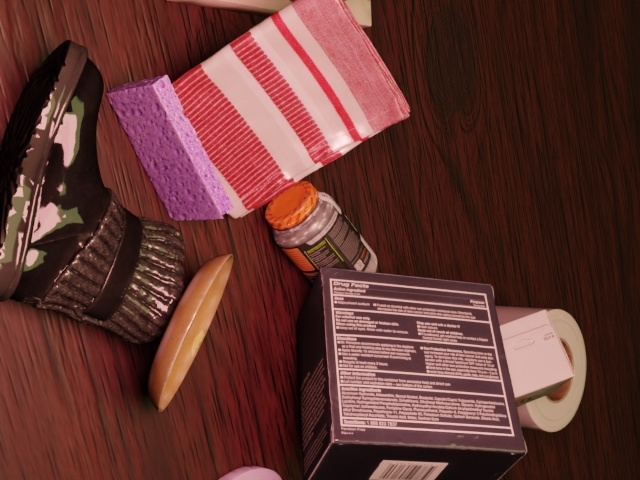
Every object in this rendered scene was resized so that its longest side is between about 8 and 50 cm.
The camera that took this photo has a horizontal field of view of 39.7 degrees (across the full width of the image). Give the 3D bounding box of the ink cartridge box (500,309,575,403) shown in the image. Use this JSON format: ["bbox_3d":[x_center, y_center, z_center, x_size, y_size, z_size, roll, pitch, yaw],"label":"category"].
[{"bbox_3d":[0.353,0.220,1.581,0.128,0.176,0.127,-19,70,-4],"label":"ink cartridge box"}]

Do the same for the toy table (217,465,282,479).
[{"bbox_3d":[-0.101,0.468,1.312,0.252,0.160,0.274,50,56,-33],"label":"toy table"}]

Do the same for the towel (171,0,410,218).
[{"bbox_3d":[-0.063,-0.189,1.277,0.237,0.329,0.037,51,16,-31],"label":"towel"}]

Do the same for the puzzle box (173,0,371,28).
[{"bbox_3d":[-0.074,-0.494,1.420,0.408,0.052,0.272,-3,92,-45],"label":"puzzle box"}]

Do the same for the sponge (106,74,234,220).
[{"bbox_3d":[-0.210,-0.123,1.236,0.031,0.117,0.210,-44,119,-37],"label":"sponge"}]

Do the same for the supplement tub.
[{"bbox_3d":[0.000,0.000,1.444,0.190,0.117,0.117,52,56,-32],"label":"supplement tub"}]

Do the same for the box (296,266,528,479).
[{"bbox_3d":[0.127,0.220,1.373,0.296,0.183,0.294,7,53,-13],"label":"box"}]

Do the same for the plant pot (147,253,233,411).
[{"bbox_3d":[-0.183,0.121,1.225,0.032,0.236,0.236,23,68,1],"label":"plant pot"}]

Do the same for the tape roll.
[{"bbox_3d":[0.410,0.257,1.813,0.246,0.169,0.246,0,89,-46],"label":"tape roll"}]

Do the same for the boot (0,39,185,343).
[{"bbox_3d":[-0.282,-0.054,1.150,0.260,0.131,0.348,18,88,-36],"label":"boot"}]
